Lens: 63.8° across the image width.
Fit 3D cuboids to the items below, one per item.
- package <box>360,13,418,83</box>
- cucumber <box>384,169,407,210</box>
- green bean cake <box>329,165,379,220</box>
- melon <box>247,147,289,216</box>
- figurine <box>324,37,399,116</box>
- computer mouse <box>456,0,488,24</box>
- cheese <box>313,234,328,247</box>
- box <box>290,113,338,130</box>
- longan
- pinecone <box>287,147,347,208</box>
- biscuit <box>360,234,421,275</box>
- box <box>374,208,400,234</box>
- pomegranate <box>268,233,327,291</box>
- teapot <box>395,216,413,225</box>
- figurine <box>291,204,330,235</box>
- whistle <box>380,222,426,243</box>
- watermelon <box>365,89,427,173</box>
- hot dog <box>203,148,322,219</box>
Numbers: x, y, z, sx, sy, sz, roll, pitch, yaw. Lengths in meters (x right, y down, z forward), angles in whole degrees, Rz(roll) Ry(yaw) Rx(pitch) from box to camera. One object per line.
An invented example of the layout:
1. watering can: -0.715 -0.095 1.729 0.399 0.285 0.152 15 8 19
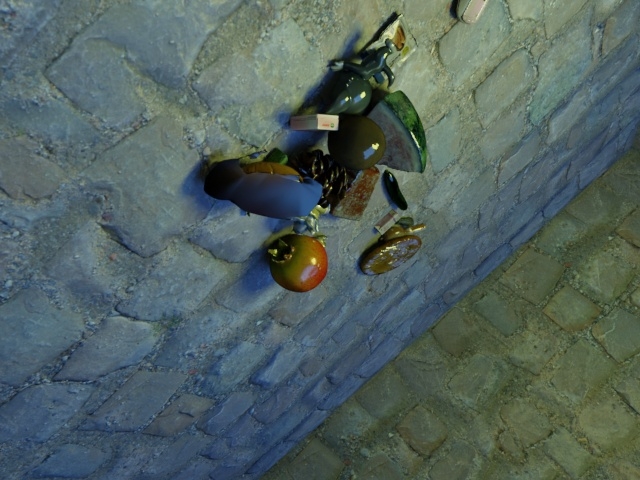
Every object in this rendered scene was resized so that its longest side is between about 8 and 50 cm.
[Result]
1. package: 0.218 -0.591 1.600 0.173 0.027 0.171 -45 150 9
2. cucumber: 0.312 -0.200 2.138 0.056 0.056 0.284 -42 143 -1
3. green bean cake: 0.124 -0.189 1.907 0.199 0.097 0.232 3 126 -47
4. melon: -0.179 -0.183 1.656 0.261 0.053 0.114 -53 165 22
5. figurine: 0.137 -0.478 1.543 0.265 0.140 0.193 -28 171 27
6. computer mouse: 0.511 -0.813 1.630 0.126 0.056 0.245 -9 134 -42
7. cheese: 0.000 -0.002 2.046 0.060 0.041 0.084 -17 153 -23
8. box: -0.019 -0.350 1.538 0.089 0.125 0.043 -7 101 -42
9. longan: 0.108 -0.298 1.576 0.167 0.187 0.167 -16 113 -41
10. pinecone: -0.005 -0.204 1.660 0.204 0.184 0.179 35 70 -63
11. biscuit: 0.335 0.075 2.421 0.318 0.040 0.318 -22 155 -11
12. box: 0.296 -0.081 2.274 0.117 0.036 0.050 -44 147 2
13. pomegranate: -0.090 0.080 1.895 0.221 0.221 0.257 -48 140 9
14. teapot: 0.380 -0.088 2.354 0.111 0.043 0.042 2 127 -45
15. figurine: -0.039 -0.097 1.792 0.183 0.128 0.208 -59 -175 23
16. whistle: 0.379 -0.030 2.362 0.220 0.057 0.107 -17 150 -8
17. watermelon: 0.209 -0.384 1.692 0.293 0.283 0.250 2 124 2
18. hot dog: -0.169 -0.176 1.537 0.326 0.107 0.194 25 105 -21
